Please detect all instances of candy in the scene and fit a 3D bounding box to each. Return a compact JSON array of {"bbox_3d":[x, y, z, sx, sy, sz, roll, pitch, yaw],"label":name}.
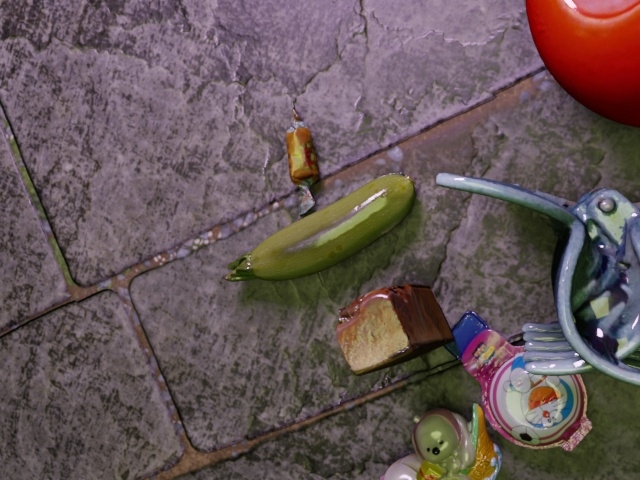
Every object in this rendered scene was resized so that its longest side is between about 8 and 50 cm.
[{"bbox_3d":[-0.028,-0.128,1.211,0.047,0.053,0.182,-6,93,8],"label":"candy"}]

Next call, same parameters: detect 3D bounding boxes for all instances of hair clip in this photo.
[{"bbox_3d":[0.352,0.036,0.979,0.392,0.318,0.238,2,94,13],"label":"hair clip"}]

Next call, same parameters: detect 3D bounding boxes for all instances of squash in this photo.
[{"bbox_3d":[0.000,0.000,1.191,0.341,0.094,0.094,-27,86,12],"label":"squash"}]

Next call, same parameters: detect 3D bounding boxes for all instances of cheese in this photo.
[{"bbox_3d":[0.288,0.208,1.135,0.244,0.062,0.155,44,105,20],"label":"cheese"}]

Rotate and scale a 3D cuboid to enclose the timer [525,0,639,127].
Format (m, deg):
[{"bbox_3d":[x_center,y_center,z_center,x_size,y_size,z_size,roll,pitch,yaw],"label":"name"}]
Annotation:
[{"bbox_3d":[0.430,-0.322,0.922,0.378,0.279,0.377,10,103,52],"label":"timer"}]

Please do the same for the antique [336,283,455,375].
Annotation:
[{"bbox_3d":[0.105,0.117,1.046,0.087,0.310,0.093,-27,78,16],"label":"antique"}]

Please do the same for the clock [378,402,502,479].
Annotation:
[{"bbox_3d":[0.180,0.343,1.150,0.144,0.103,0.231,28,101,4],"label":"clock"}]
